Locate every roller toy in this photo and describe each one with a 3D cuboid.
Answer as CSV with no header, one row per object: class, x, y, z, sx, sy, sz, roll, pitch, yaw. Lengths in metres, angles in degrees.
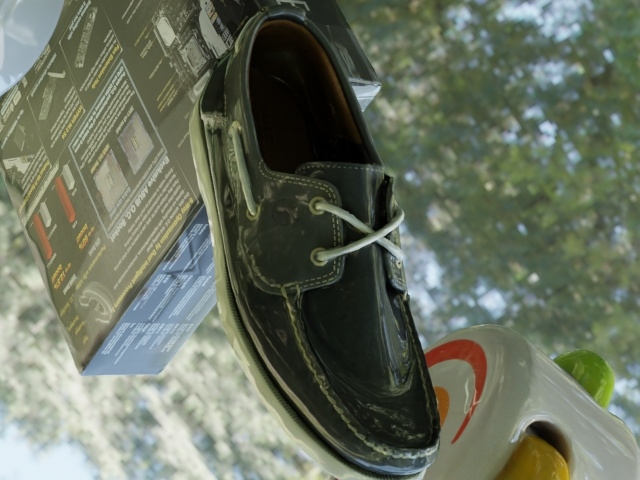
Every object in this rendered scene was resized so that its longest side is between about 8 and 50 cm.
roller toy,0.101,0.160,1.040,0.191,0.146,0.209,-40,-160,29

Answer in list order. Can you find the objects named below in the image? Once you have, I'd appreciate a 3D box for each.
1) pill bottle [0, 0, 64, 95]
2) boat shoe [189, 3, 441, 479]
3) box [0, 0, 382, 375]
pill bottle,-0.286,-0.192,0.884,0.161,0.283,0.161,-16,-119,31
boat shoe,0.000,0.000,0.692,0.079,0.084,0.233,-51,-132,44
box,-0.111,-0.092,1.081,0.307,0.076,0.242,-52,-129,34
